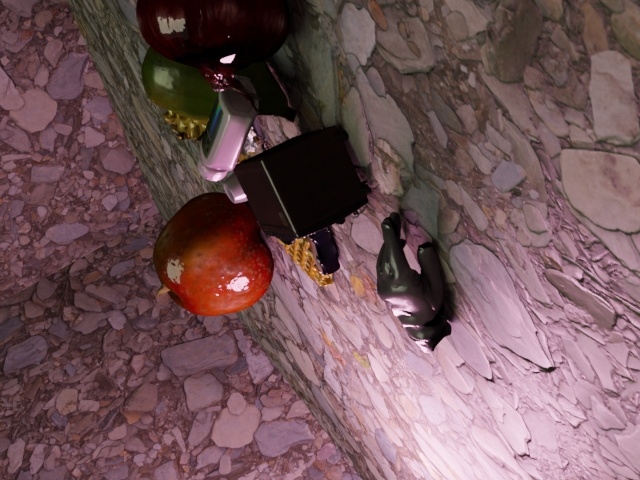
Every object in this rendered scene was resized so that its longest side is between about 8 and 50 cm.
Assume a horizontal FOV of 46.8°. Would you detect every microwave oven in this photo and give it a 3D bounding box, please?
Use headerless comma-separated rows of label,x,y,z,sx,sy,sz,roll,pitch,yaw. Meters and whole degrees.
microwave oven,-0.039,-0.109,1.473,0.188,0.178,0.247,62,163,-11

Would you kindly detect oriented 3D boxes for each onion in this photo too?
onion,-0.185,-0.361,1.301,0.273,0.273,0.285,-154,58,-61

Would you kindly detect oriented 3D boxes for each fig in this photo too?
fig,-0.211,-0.357,1.544,0.233,0.314,0.233,-175,90,-72

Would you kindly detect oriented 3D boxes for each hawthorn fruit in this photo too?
hawthorn fruit,-0.351,0.064,2.325,0.403,0.403,0.403,51,162,24

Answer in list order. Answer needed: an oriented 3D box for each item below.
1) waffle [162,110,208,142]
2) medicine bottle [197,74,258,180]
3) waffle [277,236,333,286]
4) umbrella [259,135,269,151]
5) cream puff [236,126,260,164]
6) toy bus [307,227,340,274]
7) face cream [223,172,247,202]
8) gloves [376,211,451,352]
waffle,-0.286,-0.354,1.742,0.312,0.060,0.307,-37,70,45
medicine bottle,-0.188,-0.208,1.458,0.219,0.078,0.115,122,147,-46
waffle,-0.053,0.009,1.951,0.254,0.052,0.245,32,150,55
umbrella,-0.136,-0.221,1.847,0.022,0.022,0.149,29,163,13
cream puff,-0.221,-0.259,1.811,0.121,0.156,0.156,20,151,14
toy bus,0.000,0.000,1.770,0.072,0.057,0.172,48,160,50
face cream,-0.213,-0.153,2.045,0.091,0.095,0.091,50,161,25
gloves,0.172,0.081,1.359,0.142,0.119,0.285,-8,112,38
